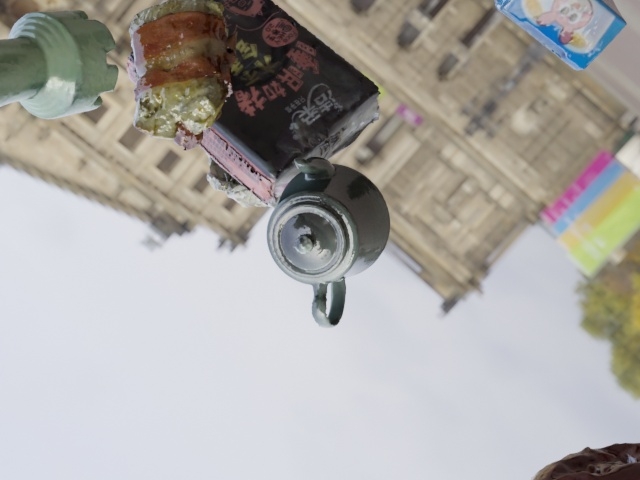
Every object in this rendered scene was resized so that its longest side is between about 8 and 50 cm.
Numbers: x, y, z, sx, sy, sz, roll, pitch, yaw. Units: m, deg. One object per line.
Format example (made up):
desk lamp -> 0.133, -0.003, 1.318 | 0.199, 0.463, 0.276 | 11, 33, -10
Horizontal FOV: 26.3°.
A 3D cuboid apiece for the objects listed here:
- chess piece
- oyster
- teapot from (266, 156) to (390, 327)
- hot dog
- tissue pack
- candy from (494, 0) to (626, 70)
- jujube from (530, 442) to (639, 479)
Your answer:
chess piece -> -0.363, -0.179, 1.478 | 0.194, 0.194, 0.299 | 45, -146, 19
oyster -> -0.086, -0.121, 2.222 | 0.354, 0.201, 0.107 | -102, -6, -60
teapot -> 0.000, 0.000, 1.826 | 0.149, 0.162, 0.239 | -42, -53, -69
hot dog -> -0.177, -0.217, 1.772 | 0.103, 0.146, 0.213 | 57, -149, -68
tissue pack -> -0.101, -0.225, 2.042 | 0.332, 0.245, 0.123 | 41, 160, 19
candy -> 0.317, -0.372, 1.928 | 0.157, 0.100, 0.306 | 35, -154, -19
jujube -> 0.409, 0.353, 1.543 | 0.377, 0.276, 0.276 | 1, -158, -9
